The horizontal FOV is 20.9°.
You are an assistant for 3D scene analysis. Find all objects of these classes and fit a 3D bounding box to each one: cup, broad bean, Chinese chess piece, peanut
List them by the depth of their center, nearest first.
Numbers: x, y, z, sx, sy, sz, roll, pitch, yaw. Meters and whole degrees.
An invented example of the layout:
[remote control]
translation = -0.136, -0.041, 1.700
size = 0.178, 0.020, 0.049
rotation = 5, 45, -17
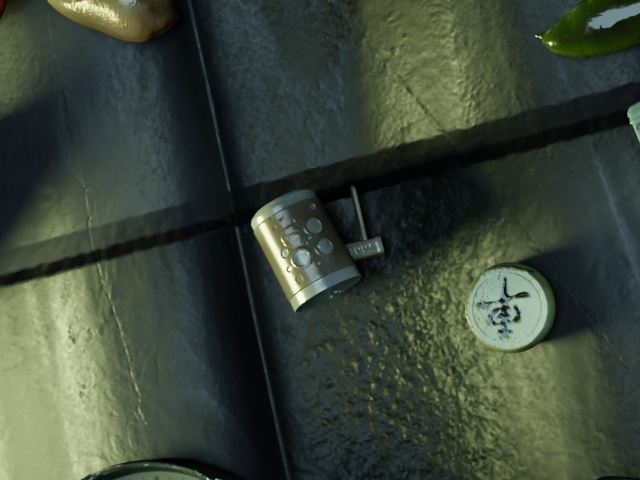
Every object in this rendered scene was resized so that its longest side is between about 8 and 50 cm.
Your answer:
[broad bean]
translation = 0.315, -0.209, 1.536
size = 0.254, 0.046, 0.065
rotation = -9, 100, 16
[Chinese chess piece]
translation = 0.173, 0.062, 1.584
size = 0.084, 0.034, 0.084
rotation = 0, 91, 18
[cup]
translation = -0.003, 0.000, 1.620
size = 0.102, 0.074, 0.099
rotation = -31, 80, 15
[peanut]
translation = -0.208, -0.241, 1.691
size = 0.152, 0.076, 0.076
rotation = 21, 96, 14

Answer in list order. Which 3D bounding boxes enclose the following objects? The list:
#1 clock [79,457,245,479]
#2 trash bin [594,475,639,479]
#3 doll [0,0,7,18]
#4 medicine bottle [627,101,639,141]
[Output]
[clock]
translation = -0.158, 0.358, 1.648
size = 0.312, 0.061, 0.313
rotation = -4, 78, 18
[trash bin]
translation = 0.282, 0.311, 1.491
size = 0.175, 0.175, 0.161
rotation = 24, 109, 16
[doll]
translation = -0.385, -0.278, 1.742
size = 0.183, 0.085, 0.217
rotation = -10, 78, 18
[medicine bottle]
translation = 0.426, -0.121, 1.441
size = 0.318, 0.158, 0.158
rotation = -27, 81, 15
